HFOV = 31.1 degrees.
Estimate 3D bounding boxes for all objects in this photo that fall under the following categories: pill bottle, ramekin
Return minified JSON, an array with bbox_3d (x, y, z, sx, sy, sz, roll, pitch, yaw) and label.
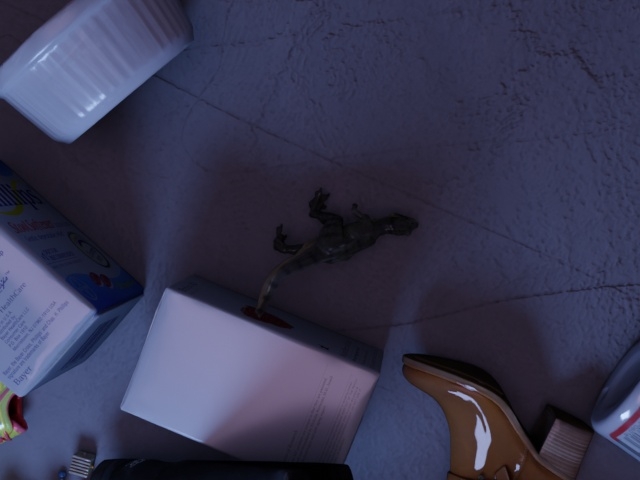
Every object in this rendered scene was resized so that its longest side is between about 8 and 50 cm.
[{"bbox_3d":[0.509,0.256,1.482,0.283,0.161,0.161,35,96,2],"label":"pill bottle"},{"bbox_3d":[-0.282,-0.239,1.476,0.273,0.273,0.127,-39,102,6],"label":"ramekin"}]

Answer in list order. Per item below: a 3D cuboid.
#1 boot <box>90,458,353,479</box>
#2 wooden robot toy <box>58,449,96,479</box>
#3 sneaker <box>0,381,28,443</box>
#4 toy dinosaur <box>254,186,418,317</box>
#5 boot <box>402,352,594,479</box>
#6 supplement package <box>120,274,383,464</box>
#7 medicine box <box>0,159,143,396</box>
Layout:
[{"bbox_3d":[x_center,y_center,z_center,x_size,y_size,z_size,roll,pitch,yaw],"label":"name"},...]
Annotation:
[{"bbox_3d":[-0.109,0.445,1.427,0.445,0.146,0.367,-11,95,46],"label":"boot"},{"bbox_3d":[-0.362,0.383,1.606,0.076,0.079,0.173,31,96,2],"label":"wooden robot toy"},{"bbox_3d":[-0.461,0.263,1.607,0.094,0.081,0.208,25,95,1],"label":"sneaker"},{"bbox_3d":[0.000,0.000,1.528,0.268,0.118,0.064,-28,135,-20],"label":"toy dinosaur"},{"bbox_3d":[0.201,0.292,1.551,0.283,0.109,0.220,26,99,-4],"label":"boot"},{"bbox_3d":[-0.083,0.183,1.520,0.293,0.177,0.175,22,96,3],"label":"supplement package"},{"bbox_3d":[-0.406,0.037,1.495,0.289,0.263,0.149,42,95,1],"label":"medicine box"}]
